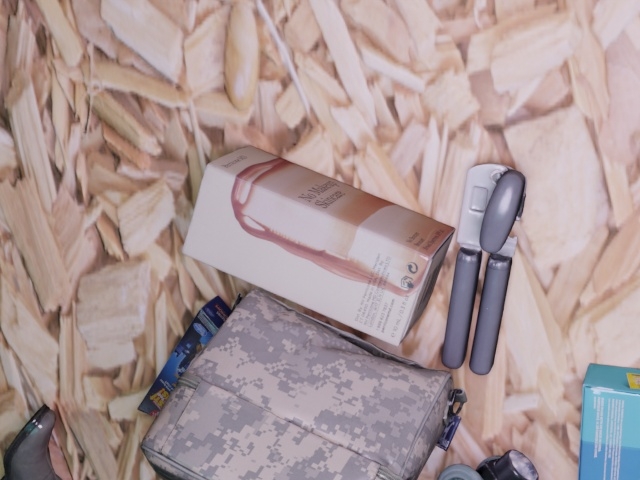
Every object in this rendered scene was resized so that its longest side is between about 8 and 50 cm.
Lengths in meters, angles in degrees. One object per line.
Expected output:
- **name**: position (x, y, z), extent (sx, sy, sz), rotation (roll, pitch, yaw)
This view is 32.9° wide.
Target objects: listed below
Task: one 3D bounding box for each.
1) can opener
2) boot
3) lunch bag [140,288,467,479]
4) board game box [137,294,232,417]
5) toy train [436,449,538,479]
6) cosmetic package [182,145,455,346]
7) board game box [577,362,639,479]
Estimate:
- **can opener**: position (0.195, 0.038, 1.329), extent (0.074, 0.093, 0.280), rotation (13, 114, 15)
- **boot**: position (-0.406, 0.372, 1.659), extent (0.161, 0.083, 0.246), rotation (29, 119, 2)
- **lunch bag**: position (-0.014, 0.215, 1.257), extent (0.305, 0.212, 0.256), rotation (23, 69, 14)
- **board game box**: position (-0.154, 0.212, 1.520), extent (0.194, 0.060, 0.194), rotation (-41, 90, 26)
- **toy train**: position (0.181, 0.419, 1.390), extent (0.334, 0.142, 0.190), rotation (-49, 60, 25)
- **cosmetic package**: position (0.000, 0.000, 1.352), extent (0.296, 0.153, 0.129), rotation (22, 111, 11)
- **board game box**: position (0.482, 0.296, 1.302), extent (0.336, 0.079, 0.254), rotation (5, 107, 18)
